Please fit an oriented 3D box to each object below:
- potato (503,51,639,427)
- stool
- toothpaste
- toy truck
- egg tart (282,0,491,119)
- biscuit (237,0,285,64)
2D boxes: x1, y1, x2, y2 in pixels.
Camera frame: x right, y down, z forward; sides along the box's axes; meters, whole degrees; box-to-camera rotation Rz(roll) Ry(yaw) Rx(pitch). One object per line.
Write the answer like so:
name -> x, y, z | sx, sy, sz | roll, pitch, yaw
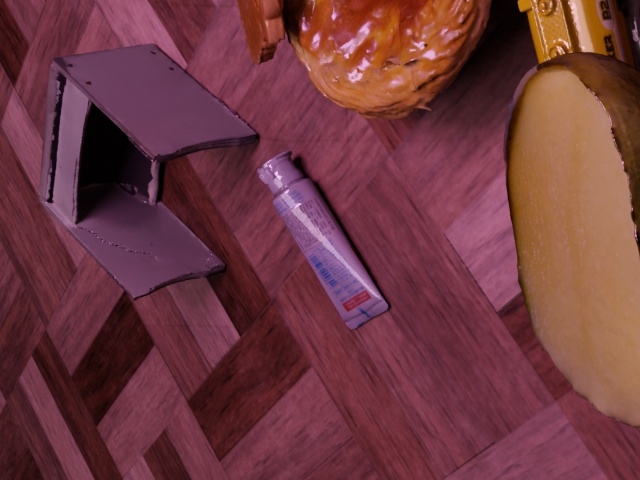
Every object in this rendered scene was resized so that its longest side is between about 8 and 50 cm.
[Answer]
potato -> 0.228, -0.010, 0.768 | 0.160, 0.111, 0.271 | -164, 59, -69
stool -> -0.253, -0.102, 1.453 | 0.270, 0.170, 0.243 | 42, 133, 32
toothpaste -> 0.000, 0.000, 1.293 | 0.089, 0.057, 0.234 | -36, 82, 51
toy truck -> 0.230, -0.203, 0.898 | 0.098, 0.114, 0.226 | -10, 96, 51
egg tart -> 0.067, -0.296, 1.021 | 0.352, 0.150, 0.351 | 28, 126, 48
biscuit -> -0.071, -0.280, 1.076 | 0.162, 0.035, 0.250 | 60, 167, 28
